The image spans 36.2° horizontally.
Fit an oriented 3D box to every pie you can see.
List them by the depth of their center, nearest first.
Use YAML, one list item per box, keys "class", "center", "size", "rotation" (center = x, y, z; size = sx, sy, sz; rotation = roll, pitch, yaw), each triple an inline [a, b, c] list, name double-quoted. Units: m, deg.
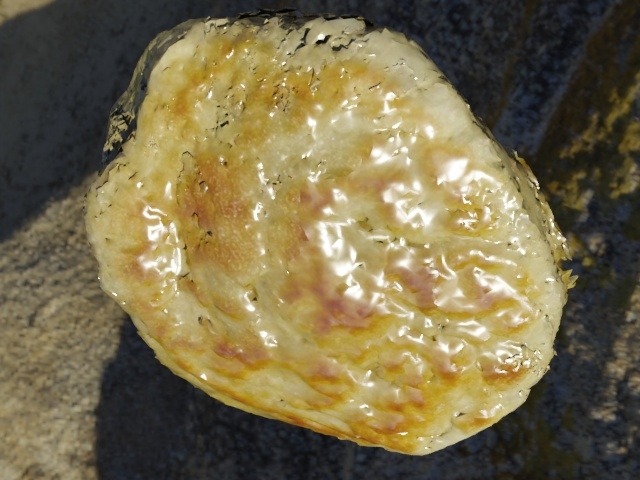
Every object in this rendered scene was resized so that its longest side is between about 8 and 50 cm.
- class: "pie"
  center: [0.000, 0.000, 0.374]
  size: [0.163, 0.193, 0.079]
  rotation: [-29, 17, 12]
